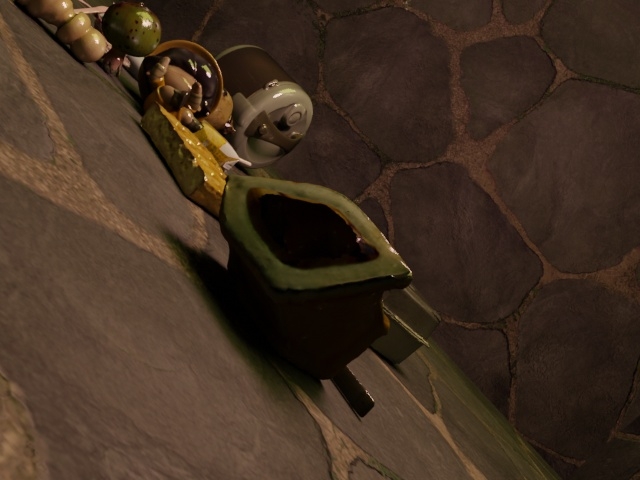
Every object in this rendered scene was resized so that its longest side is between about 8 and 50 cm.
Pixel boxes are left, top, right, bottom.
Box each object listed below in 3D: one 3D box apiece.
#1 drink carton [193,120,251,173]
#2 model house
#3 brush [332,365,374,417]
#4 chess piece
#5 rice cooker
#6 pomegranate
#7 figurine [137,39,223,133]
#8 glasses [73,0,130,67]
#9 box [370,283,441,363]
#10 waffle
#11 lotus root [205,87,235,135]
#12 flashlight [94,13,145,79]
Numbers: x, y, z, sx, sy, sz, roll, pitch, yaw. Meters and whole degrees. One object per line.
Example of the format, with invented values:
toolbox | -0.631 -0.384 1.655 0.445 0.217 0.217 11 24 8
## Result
drink carton | -0.258 -0.224 1.623 0.200 0.074 0.084 44 7 -43
model house | -0.026 0.055 0.897 0.268 0.173 0.239 53 -24 35
brush | 0.015 0.183 0.986 0.027 0.034 0.190 23 22 -54
chess piece | -0.479 -0.411 1.230 0.170 0.094 0.094 53 2 -26
rice cooker | -0.210 -0.411 2.076 0.325 0.335 0.335 49 5 23
pomegranate | -0.418 -0.441 1.420 0.129 0.159 0.129 26 32 -18
figurine | -0.326 -0.335 1.466 0.192 0.167 0.257 49 27 -24
glasses | -0.509 -0.493 1.533 0.162 0.095 0.255 55 7 1
box | 0.144 0.150 1.568 0.290 0.166 0.221 41 9 -44
waffle | -0.236 -0.139 1.247 0.274 0.057 0.168 51 6 36
lotus root | -0.320 -0.359 1.711 0.140 0.154 0.257 56 12 24
flashlight | -0.513 -0.498 1.689 0.200 0.047 0.093 52 -35 -5
